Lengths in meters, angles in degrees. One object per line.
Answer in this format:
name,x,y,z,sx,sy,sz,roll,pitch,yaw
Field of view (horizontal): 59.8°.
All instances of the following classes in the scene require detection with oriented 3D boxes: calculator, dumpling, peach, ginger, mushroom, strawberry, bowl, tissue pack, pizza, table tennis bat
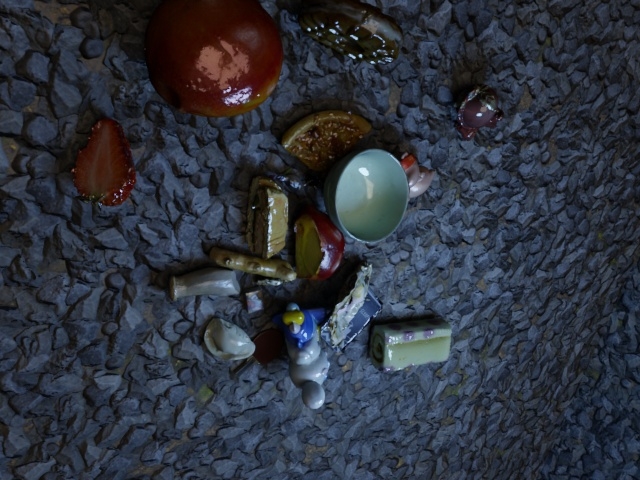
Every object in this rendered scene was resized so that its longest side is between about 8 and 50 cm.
calculator,0.118,0.302,2.169,0.274,0.028,0.166,-45,121,-8
dumpling,-0.319,0.355,1.908,0.169,0.100,0.134,35,103,-32
peach,-0.285,-0.488,1.472,0.372,0.289,0.373,-9,106,-31
ginger,-0.224,0.079,1.851,0.298,0.118,0.065,13,98,-24
mushroom,-0.368,0.136,1.796,0.246,0.108,0.096,-3,70,-30
strawberry,-0.579,-0.202,1.547,0.175,0.107,0.236,33,91,3
peach,0.004,0.001,1.907,0.153,0.158,0.268,-17,111,-46
bowl,0.131,-0.152,1.849,0.307,0.163,0.307,-7,102,-36
tissue pack,-0.232,0.206,1.932,0.063,0.035,0.083,-13,117,-24
pizza,0.024,-0.315,1.838,0.335,0.086,0.226,-15,115,-25
table tennis bat,-0.224,0.412,2.028,0.220,0.019,0.130,-42,124,-10

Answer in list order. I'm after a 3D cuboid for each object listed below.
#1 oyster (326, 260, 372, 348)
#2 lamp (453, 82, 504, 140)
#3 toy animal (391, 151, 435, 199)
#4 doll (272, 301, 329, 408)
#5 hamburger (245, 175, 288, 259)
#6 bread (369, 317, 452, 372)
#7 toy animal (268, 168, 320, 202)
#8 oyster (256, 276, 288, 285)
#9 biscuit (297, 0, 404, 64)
oyster,0.093,0.222,2.037,0.354,0.107,0.201,-51,146,-37
lamp,0.579,-0.490,2.048,0.215,0.151,0.223,-25,163,-12
toy animal,0.294,-0.233,1.974,0.197,0.171,0.171,27,95,-38
doll,-0.045,0.370,1.967,0.187,0.376,0.366,-15,96,-17
hamburger,-0.170,-0.083,1.811,0.130,0.124,0.262,-18,123,-43
bread,0.370,0.420,2.277,0.338,0.155,0.187,-3,102,-25
toy animal,-0.082,-0.188,1.840,0.202,0.070,0.105,14,121,-36
oyster,-0.165,0.140,1.937,0.132,0.086,0.029,20,63,-66
biscuit,0.086,-0.611,1.613,0.332,0.332,0.103,18,95,-33
